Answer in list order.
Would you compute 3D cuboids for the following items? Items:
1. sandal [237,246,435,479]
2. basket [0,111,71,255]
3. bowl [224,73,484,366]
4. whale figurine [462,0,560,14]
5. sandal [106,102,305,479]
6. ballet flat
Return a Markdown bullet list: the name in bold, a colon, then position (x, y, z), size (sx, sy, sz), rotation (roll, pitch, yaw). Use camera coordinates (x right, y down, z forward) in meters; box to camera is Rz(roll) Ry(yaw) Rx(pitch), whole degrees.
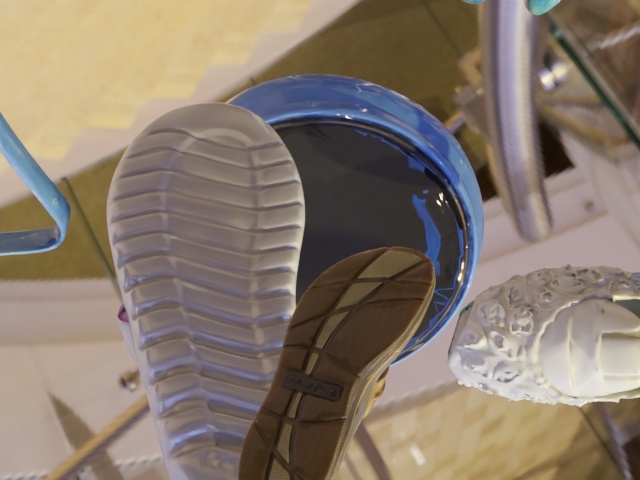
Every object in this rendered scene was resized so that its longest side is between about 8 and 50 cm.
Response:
- **sandal**: position (0.010, 0.081, 0.668), size (0.180, 0.072, 0.049), rotation (-63, 153, -21)
- **basket**: position (-0.363, -0.065, 0.862), size (0.289, 0.201, 0.255), rotation (-4, 138, 15)
- **bowl**: position (0.000, 0.000, 1.361), size (0.391, 0.077, 0.391), rotation (0, 119, 0)
- **whale figurine**: position (0.252, -0.341, 1.317), size (0.216, 0.141, 0.272), rotation (-45, 146, 6)
- **sandal**: position (-0.097, 0.053, 0.964), size (0.169, 0.416, 0.102), rotation (4, 141, -14)
- **ballet flat**: position (0.337, 0.098, 1.160), size (0.409, 0.147, 0.147), rotation (-1, 149, -11)
